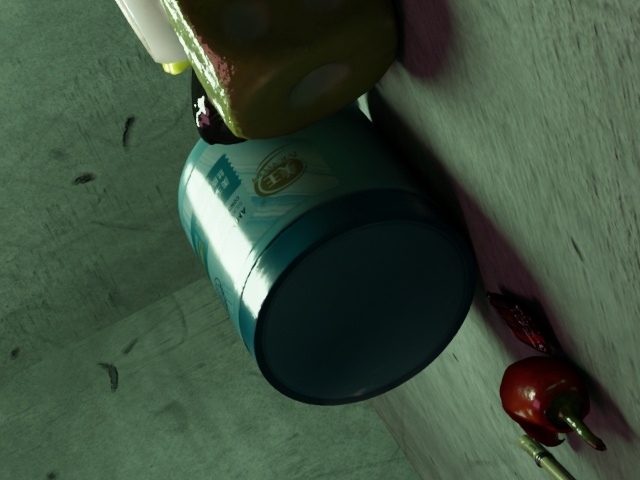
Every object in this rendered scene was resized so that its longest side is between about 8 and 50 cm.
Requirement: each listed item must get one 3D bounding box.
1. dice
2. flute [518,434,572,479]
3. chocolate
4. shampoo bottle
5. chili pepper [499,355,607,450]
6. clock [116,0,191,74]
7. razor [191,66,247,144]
[{"bbox_3d":[-0.054,-0.282,2.031,0.233,0.238,0.227,60,173,17],"label":"dice"},{"bbox_3d":[0.336,0.331,2.362,0.027,0.027,0.233,66,171,-23],"label":"flute"},{"bbox_3d":[0.256,0.103,2.105,0.086,0.028,0.182,55,174,-6],"label":"chocolate"},{"bbox_3d":[0.000,0.000,2.330,0.342,0.331,0.331,57,171,47],"label":"shampoo bottle"},{"bbox_3d":[0.290,0.205,2.083,0.137,0.092,0.368,43,178,5],"label":"chili pepper"},{"bbox_3d":[-0.241,-0.487,2.560,0.376,0.250,0.368,59,176,-31],"label":"clock"},{"bbox_3d":[-0.106,-0.284,2.301,0.107,0.189,0.327,24,-144,-17],"label":"razor"}]
